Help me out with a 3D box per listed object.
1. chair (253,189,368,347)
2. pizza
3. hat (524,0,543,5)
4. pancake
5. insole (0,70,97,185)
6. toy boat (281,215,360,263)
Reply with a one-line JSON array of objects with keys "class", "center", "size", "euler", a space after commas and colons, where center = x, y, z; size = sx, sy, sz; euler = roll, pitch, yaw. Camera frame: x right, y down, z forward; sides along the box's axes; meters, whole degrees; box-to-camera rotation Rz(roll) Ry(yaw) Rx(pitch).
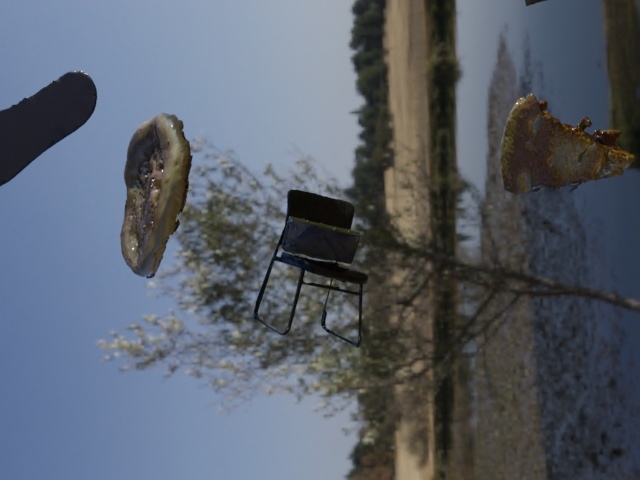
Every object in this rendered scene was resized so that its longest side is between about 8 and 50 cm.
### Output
[{"class": "chair", "center": [0.000, 0.040, 1.438], "size": [0.145, 0.140, 0.221], "euler": [17, 94, 63]}, {"class": "pizza", "center": [0.363, -0.135, 1.338], "size": [0.069, 0.193, 0.154], "euler": [-37, -44, -62]}, {"class": "hat", "center": [0.445, -0.516, 1.886], "size": [0.146, 0.146, 0.067], "euler": [-77, 13, -69]}, {"class": "pancake", "center": [-0.280, -0.077, 1.512], "size": [0.282, 0.049, 0.283], "euler": [-20, 68, 60]}, {"class": "insole", "center": [-0.439, -0.148, 1.303], "size": [0.007, 0.327, 0.111], "euler": [-6, -106, -63]}, {"class": "toy boat", "center": [0.000, 0.000, 1.410], "size": [0.016, 0.115, 0.063], "euler": [-85, 10, -55]}]
